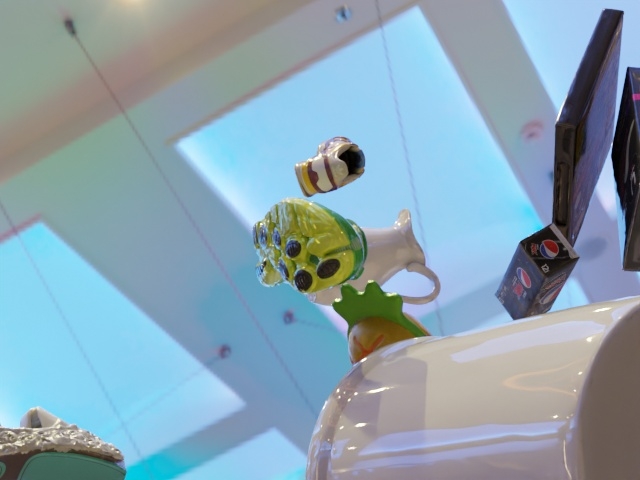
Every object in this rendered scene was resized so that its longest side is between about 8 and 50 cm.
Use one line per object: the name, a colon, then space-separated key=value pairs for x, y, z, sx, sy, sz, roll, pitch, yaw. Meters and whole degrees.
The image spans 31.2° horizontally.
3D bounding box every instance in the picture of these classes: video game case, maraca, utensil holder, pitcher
video game case: x=0.384 y=-0.156 z=1.655 sx=0.035 sy=0.275 sz=0.248 roll=13 pitch=-41 yaw=21
maraca: x=0.084 y=0.128 z=1.408 sx=0.127 sy=0.099 sz=0.185 roll=-10 pitch=-64 yaw=38
utensil holder: x=0.216 y=0.224 z=1.064 sx=0.328 sy=0.327 sz=0.385 roll=11 pitch=-19 yaw=-28
pitcher: x=0.080 y=0.051 z=1.882 sx=0.207 sy=0.177 sz=0.125 roll=-18 pitch=-35 yaw=-17

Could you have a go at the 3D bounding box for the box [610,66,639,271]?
box: x=0.476 y=-0.097 z=1.529 sx=0.143 sy=0.270 sz=0.165 roll=5 pitch=-51 yaw=7

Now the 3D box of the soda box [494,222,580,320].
soda box: x=0.271 y=0.047 z=1.442 sx=0.053 sy=0.060 sz=0.169 roll=-28 pitch=-21 yaw=-15

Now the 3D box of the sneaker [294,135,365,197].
sneaker: x=0.033 y=-0.108 z=1.612 sx=0.084 sy=0.185 sz=0.069 roll=-14 pitch=-75 yaw=24

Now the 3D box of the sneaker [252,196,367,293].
sneaker: x=0.000 y=0.000 z=1.321 sx=0.124 sy=0.295 sz=0.109 roll=-10 pitch=-88 yaw=-15

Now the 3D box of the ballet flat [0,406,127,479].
ballet flat: x=-0.497 y=0.322 z=1.826 sx=0.409 sy=0.147 sz=0.147 roll=9 pitch=-49 yaw=-34
